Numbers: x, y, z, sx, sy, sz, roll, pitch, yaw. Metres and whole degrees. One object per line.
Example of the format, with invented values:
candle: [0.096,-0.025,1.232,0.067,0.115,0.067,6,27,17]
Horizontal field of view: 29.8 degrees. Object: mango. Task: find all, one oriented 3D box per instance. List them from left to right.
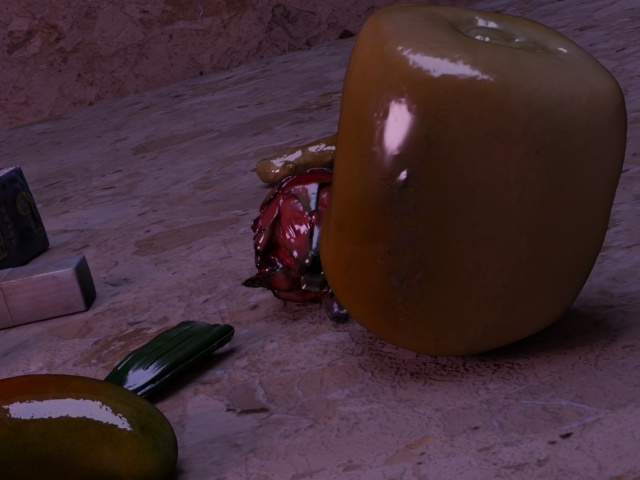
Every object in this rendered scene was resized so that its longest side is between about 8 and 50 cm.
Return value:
mango: [-0.295,0.215,1.331,0.289,0.129,0.146,-3,17,6]

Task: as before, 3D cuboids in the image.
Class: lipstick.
lipstick: [-0.550,0.102,1.922,0.371,0.079,0.076,-11,17,7]

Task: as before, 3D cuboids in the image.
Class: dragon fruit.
dragon fruit: [0.000,0.000,1.671,0.192,0.193,0.274,12,18,-6]

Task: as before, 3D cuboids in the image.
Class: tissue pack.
tissue pack: [-0.601,-0.019,2.170,0.073,0.173,0.235,-6,19,26]

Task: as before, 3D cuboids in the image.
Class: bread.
bread: [0.157,-0.058,1.387,0.348,0.376,0.253,24,33,21]

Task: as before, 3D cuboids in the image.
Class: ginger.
ginger: [0.016,-0.174,2.348,0.299,0.065,0.118,-22,10,-14]

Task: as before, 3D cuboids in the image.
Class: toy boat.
toy boat: [-0.202,0.154,1.555,0.104,0.052,0.210,4,27,39]
